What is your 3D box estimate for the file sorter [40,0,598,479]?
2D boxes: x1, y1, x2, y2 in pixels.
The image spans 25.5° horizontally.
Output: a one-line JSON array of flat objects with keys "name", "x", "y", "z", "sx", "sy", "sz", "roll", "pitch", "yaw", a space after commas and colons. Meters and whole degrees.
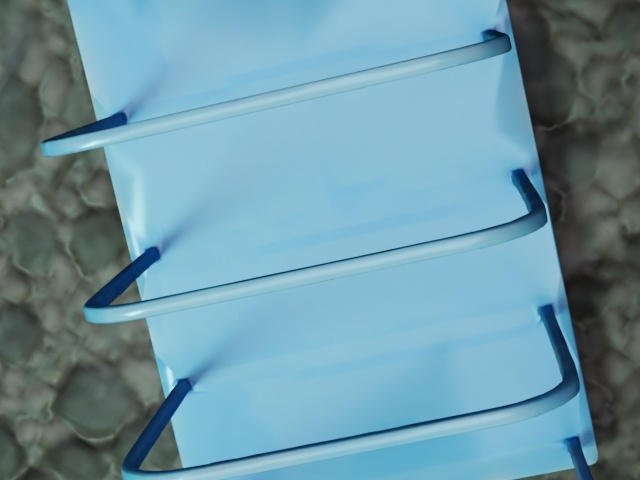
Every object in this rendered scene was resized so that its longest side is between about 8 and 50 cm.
[{"name": "file sorter", "x": 0.000, "y": 0.000, "z": 0.355, "sx": 0.118, "sy": 0.104, "sz": 0.170, "roll": -12, "pitch": 99, "yaw": 7}]
